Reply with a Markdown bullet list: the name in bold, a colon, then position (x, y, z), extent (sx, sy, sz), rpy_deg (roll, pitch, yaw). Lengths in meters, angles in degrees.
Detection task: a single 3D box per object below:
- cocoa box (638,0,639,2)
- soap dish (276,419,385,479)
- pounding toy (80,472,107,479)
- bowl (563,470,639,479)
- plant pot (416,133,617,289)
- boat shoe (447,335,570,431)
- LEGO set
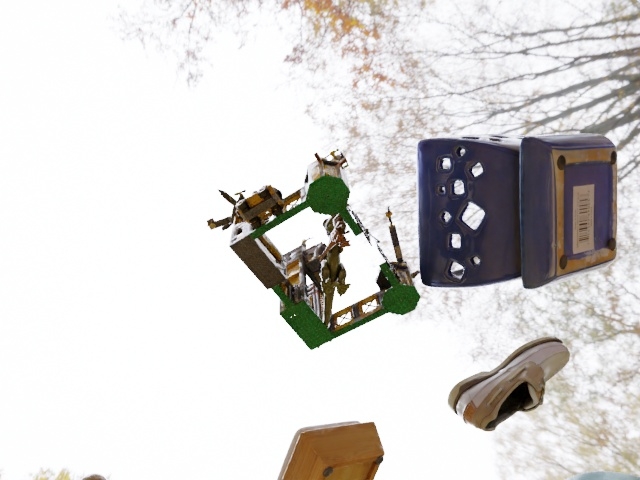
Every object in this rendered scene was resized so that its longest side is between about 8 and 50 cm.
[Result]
- **cocoa box**: position (0.654, -0.305, 0.703), extent (0.231, 0.228, 0.347), rpy_deg (-5, -120, -36)
- **soap dish**: position (0.010, 0.560, 1.187), extent (0.228, 0.118, 0.291), rpy_deg (10, -74, -40)
- **pounding toy**: position (-0.401, 0.518, 0.830), extent (0.110, 0.183, 0.237), rpy_deg (23, -140, 14)
- **bowl**: position (0.421, 0.508, 0.740), extent (0.163, 0.311, 0.312), rpy_deg (8, -98, -46)
- **plant pot**: position (0.300, -0.048, 0.785), extent (0.235, 0.212, 0.236), rpy_deg (-8, -81, -36)
- **boat shoe**: position (0.418, 0.306, 1.093), extent (0.302, 0.103, 0.113), rpy_deg (-24, -59, -17)
- **LEGO set**: position (0.000, 0.000, 0.850), extent (0.255, 0.192, 0.331), rpy_deg (-37, -63, 17)
